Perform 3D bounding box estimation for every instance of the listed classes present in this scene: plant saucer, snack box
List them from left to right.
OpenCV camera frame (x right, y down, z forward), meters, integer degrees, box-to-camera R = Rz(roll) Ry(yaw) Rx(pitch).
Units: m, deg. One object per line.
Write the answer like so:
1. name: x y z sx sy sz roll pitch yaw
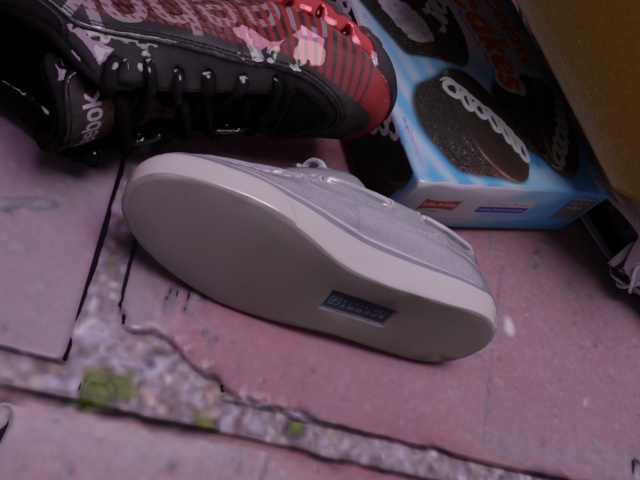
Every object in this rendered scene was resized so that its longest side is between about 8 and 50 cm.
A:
1. snack box: 0.084 -0.160 0.560 0.187 0.060 0.322 0 60 -33
2. plant saucer: 0.186 -0.190 0.528 0.332 0.081 0.333 55 23 -20

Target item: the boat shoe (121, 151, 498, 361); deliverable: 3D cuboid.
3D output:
1. boat shoe: 0.001 0.000 0.404 0.227 0.079 0.081 23 42 -22

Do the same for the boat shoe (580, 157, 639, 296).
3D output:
1. boat shoe: 0.250 0.011 0.549 0.063 0.066 0.184 -12 69 -21

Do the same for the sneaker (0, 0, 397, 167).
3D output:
1. sneaker: -0.085 -0.093 0.388 0.276 0.097 0.135 15 54 -17
